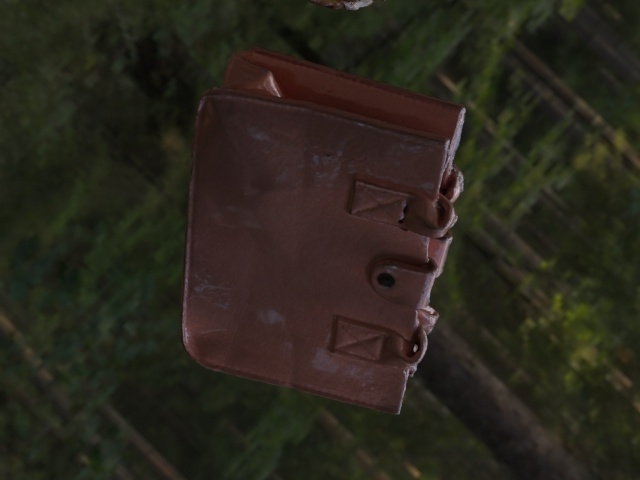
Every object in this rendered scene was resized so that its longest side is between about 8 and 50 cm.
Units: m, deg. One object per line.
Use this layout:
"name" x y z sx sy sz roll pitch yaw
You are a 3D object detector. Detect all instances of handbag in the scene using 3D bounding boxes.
"handbag" 0.000 0.000 0.900 0.059 0.157 0.212 -61 163 -49

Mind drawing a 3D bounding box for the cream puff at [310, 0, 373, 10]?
"cream puff" 0.032 -0.294 1.197 0.240 0.240 0.164 -48 -156 26
